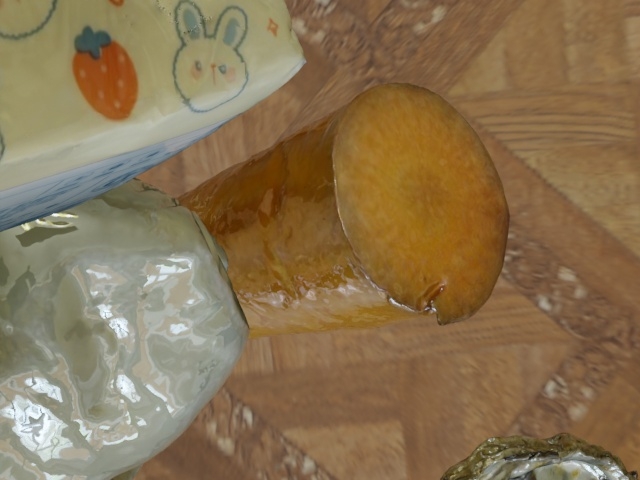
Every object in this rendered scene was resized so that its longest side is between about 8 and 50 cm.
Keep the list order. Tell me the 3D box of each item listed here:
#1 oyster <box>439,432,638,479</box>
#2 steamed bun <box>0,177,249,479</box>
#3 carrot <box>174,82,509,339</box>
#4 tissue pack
[{"bbox_3d":[0.214,0.235,1.509,0.078,0.345,0.129,44,107,38],"label":"oyster"},{"bbox_3d":[-0.232,0.042,1.024,0.367,0.342,0.255,23,87,14],"label":"steamed bun"},{"bbox_3d":[0.000,0.000,1.332,0.196,0.254,0.196,17,64,-40],"label":"carrot"},{"bbox_3d":[-0.125,-0.044,0.489,0.196,0.148,0.092,-23,91,-47],"label":"tissue pack"}]
